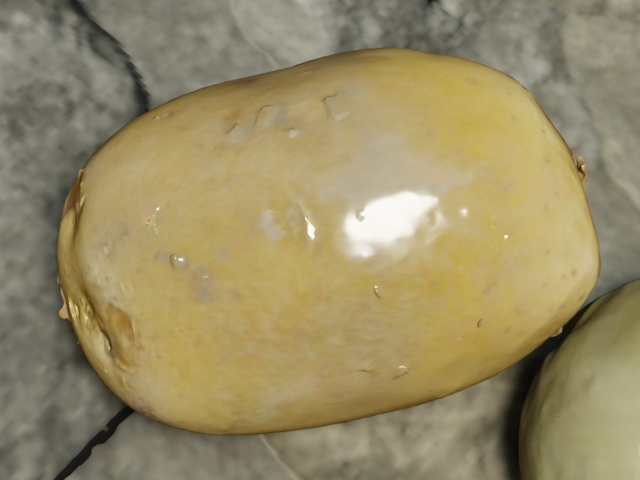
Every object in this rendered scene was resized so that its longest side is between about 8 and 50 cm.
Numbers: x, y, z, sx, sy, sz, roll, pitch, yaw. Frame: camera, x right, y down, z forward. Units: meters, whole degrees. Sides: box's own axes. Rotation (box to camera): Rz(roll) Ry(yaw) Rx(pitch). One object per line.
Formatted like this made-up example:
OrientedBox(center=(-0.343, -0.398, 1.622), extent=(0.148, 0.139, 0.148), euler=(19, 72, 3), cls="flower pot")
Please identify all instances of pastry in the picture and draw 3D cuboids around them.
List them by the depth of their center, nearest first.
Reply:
OrientedBox(center=(0.145, 0.075, 0.499), extent=(0.156, 0.092, 0.156), euler=(3, 69, -8), cls="pastry")

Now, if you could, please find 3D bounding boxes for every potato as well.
OrientedBox(center=(0.000, 0.000, 0.496), extent=(0.178, 0.118, 0.109), euler=(-10, 25, -2), cls="potato")
